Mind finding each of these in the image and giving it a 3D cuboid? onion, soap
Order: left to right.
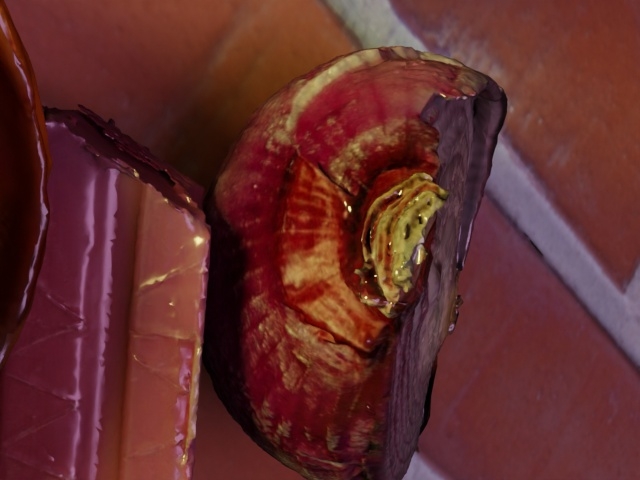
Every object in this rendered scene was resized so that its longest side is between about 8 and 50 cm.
[{"bbox_3d":[-0.139,0.055,0.820,0.162,0.099,0.250,6,102,-2],"label":"soap"},{"bbox_3d":[0.000,0.000,0.874,0.349,0.159,0.267,59,45,-76],"label":"onion"}]

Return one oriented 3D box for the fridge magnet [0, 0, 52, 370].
[{"bbox_3d":[-0.292,-0.019,0.654,0.363,0.155,0.364,-4,102,-21],"label":"fridge magnet"}]
